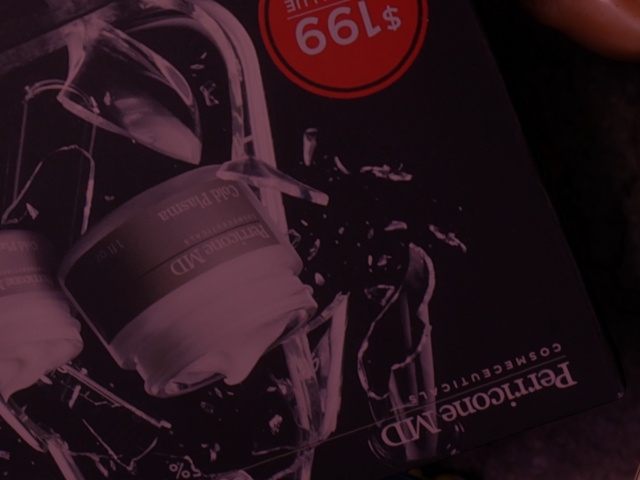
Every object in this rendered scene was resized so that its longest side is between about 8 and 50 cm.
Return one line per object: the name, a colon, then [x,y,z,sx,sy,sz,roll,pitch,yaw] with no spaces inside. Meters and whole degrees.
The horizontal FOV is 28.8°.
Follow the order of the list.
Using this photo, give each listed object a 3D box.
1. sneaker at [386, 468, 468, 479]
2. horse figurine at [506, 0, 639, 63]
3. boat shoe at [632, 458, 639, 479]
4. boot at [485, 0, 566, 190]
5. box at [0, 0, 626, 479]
sneaker: [0.010,0.159,0.726,0.240,0.126,0.091,34,107,38]
horse figurine: [0.183,-0.144,0.597,0.263,0.066,0.174,3,89,1]
boat shoe: [0.220,0.068,0.558,0.113,0.127,0.340,21,109,22]
boot: [0.112,-0.075,0.722,0.114,0.037,0.106,55,132,33]
box: [-0.072,-0.034,0.609,0.343,0.179,0.312,-22,108,11]
